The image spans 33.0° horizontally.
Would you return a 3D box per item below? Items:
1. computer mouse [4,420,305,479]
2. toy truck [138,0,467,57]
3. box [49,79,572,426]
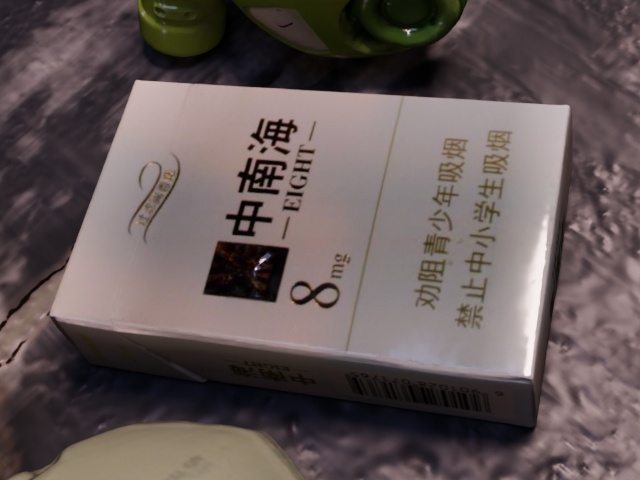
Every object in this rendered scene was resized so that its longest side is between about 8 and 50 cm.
[{"bbox_3d":[-0.136,0.248,0.408,0.228,0.145,0.429,21,68,21],"label":"computer mouse"},{"bbox_3d":[-0.025,-0.190,0.603,0.210,0.187,0.148,-2,55,12],"label":"toy truck"},{"bbox_3d":[0.000,0.000,0.561,0.243,0.067,0.155,7,61,17],"label":"box"}]
